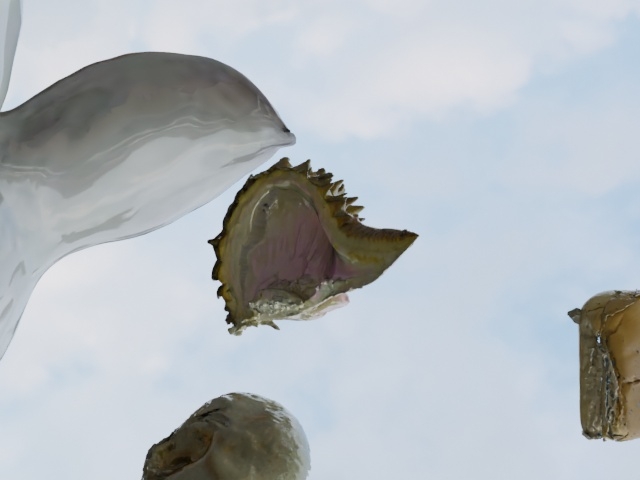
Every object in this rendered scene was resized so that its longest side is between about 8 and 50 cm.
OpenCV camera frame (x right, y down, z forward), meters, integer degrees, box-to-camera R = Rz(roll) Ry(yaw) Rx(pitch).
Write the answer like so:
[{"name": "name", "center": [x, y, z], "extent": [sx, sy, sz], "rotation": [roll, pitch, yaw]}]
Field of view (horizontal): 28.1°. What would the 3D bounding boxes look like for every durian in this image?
[{"name": "durian", "center": [0.007, 0.008, 0.973], "extent": [0.224, 0.078, 0.140], "rotation": [-2, -101, 47]}]

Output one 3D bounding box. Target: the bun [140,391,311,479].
[{"name": "bun", "center": [-0.139, 0.300, 1.518], "extent": [0.287, 0.146, 0.287], "rotation": [-43, -156, 25]}]

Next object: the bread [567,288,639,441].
[{"name": "bread", "center": [0.218, 0.087, 0.912], "extent": [0.072, 0.106, 0.053], "rotation": [-5, -174, -44]}]

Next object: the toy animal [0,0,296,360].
[{"name": "toy animal", "center": [-0.189, 0.042, 0.460], "extent": [0.241, 0.196, 0.368], "rotation": [40, -89, 30]}]
